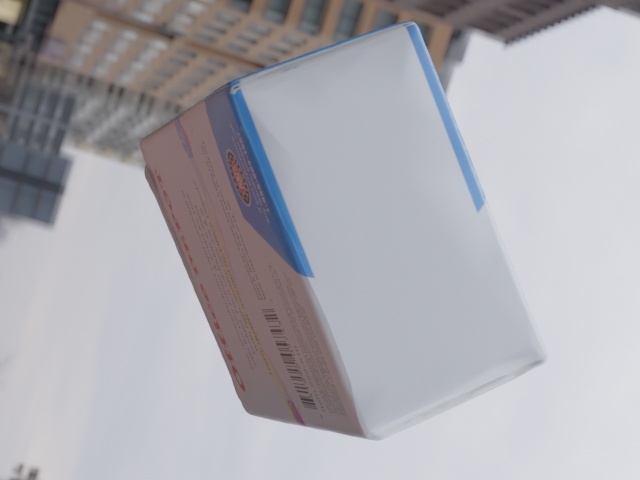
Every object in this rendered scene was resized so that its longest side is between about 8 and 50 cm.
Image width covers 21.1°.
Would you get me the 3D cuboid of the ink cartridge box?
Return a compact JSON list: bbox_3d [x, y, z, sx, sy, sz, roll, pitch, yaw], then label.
[{"bbox_3d":[0.000,0.000,0.448,0.088,0.052,0.122,68,-17,-3],"label":"ink cartridge box"}]
